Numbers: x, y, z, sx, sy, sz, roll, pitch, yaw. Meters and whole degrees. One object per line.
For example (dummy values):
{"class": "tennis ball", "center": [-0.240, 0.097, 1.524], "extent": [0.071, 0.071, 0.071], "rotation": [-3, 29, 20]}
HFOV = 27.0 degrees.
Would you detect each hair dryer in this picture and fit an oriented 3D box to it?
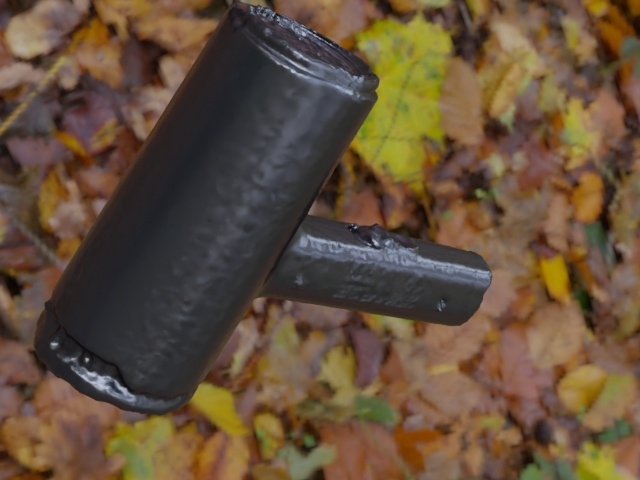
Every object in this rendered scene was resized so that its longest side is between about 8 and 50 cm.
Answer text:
{"class": "hair dryer", "center": [0.000, 0.000, 0.699], "extent": [0.251, 0.197, 0.089], "rotation": [15, 23, -44]}
